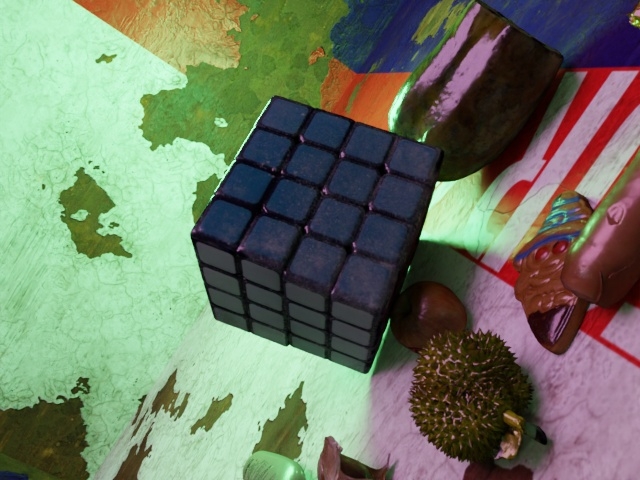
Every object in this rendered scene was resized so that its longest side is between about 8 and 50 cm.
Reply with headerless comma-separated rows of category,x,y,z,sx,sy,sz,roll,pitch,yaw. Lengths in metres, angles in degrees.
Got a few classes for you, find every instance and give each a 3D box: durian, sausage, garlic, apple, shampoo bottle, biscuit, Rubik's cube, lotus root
durian,0.184,0.205,0.854,0.159,0.146,0.198,-49,15,33
sausage,0.434,-0.102,0.784,0.094,0.094,0.418,39,98,34
garlic,0.046,0.383,1.044,0.174,0.099,0.124,-168,90,-76
apple,0.178,0.128,1.081,0.126,0.102,0.126,-51,24,32
shampoo bottle,-0.085,0.473,1.248,0.127,0.078,0.257,-56,14,-12
biscuit,0.335,0.035,0.928,0.183,0.043,0.280,-40,21,52
Rubik's cube,0.000,0.000,1.210,0.343,0.337,0.344,93,-161,-60
lotus root,0.280,-0.268,1.260,0.346,0.251,0.250,-51,18,21

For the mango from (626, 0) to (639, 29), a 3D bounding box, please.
mango,0.539,-0.368,0.907,0.252,0.126,0.154,-52,5,-3
